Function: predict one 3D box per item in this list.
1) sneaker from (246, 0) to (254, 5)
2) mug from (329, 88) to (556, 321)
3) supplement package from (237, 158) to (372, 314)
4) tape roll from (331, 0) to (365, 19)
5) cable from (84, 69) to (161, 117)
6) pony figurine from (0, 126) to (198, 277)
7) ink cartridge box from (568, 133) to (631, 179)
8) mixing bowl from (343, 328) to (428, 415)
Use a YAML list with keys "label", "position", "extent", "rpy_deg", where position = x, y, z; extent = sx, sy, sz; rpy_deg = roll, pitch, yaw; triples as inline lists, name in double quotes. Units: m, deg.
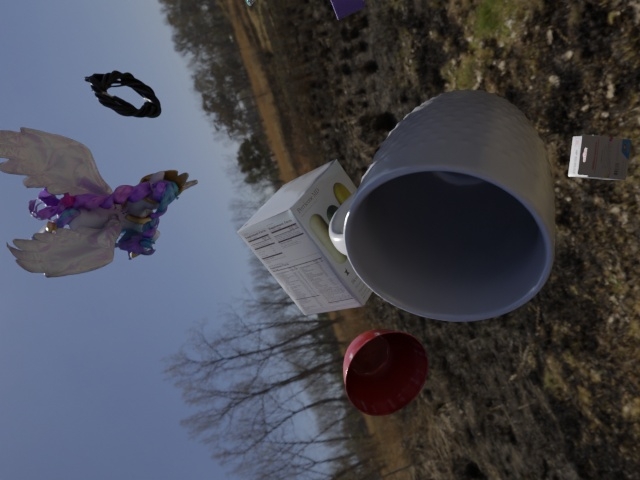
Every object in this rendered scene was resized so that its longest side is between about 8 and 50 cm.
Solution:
- label: "sneaker"
  position: [-0.134, -0.575, 1.006]
  extent: [0.166, 0.076, 0.064]
  rpy_deg: [94, 153, -69]
- label: "mug"
  position: [0.176, -0.074, 0.787]
  extent: [0.276, 0.374, 0.328]
  rpy_deg: [54, -140, -24]
- label: "supplement package"
  position: [0.000, 0.000, 1.096]
  extent: [0.198, 0.199, 0.262]
  rpy_deg: [-18, 115, 46]
- label: "tape roll"
  position: [0.045, -0.674, 1.235]
  extent: [0.189, 0.080, 0.188]
  rpy_deg: [-21, -90, -79]
- label: "cable"
  position: [-0.444, -0.341, 1.134]
  extent: [0.151, 0.047, 0.184]
  rpy_deg: [40, -155, 10]
- label: "pony figurine"
  position: [-0.472, -0.051, 1.003]
  extent: [0.364, 0.351, 0.302]
  rpy_deg: [-33, 71, 46]
- label: "ink cartridge box"
  position: [0.700, -0.212, 1.236]
  extent: [0.062, 0.182, 0.104]
  rpy_deg: [-162, 75, -65]
- label: "mixing bowl"
  position: [0.117, 0.252, 0.994]
  extent: [0.181, 0.182, 0.098]
  rpy_deg: [69, 167, -20]
